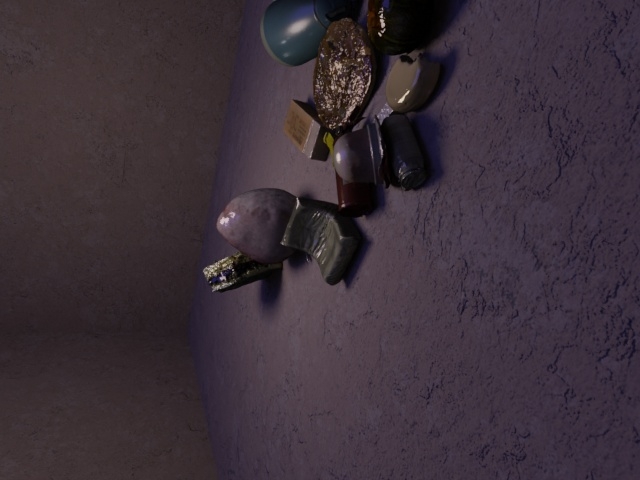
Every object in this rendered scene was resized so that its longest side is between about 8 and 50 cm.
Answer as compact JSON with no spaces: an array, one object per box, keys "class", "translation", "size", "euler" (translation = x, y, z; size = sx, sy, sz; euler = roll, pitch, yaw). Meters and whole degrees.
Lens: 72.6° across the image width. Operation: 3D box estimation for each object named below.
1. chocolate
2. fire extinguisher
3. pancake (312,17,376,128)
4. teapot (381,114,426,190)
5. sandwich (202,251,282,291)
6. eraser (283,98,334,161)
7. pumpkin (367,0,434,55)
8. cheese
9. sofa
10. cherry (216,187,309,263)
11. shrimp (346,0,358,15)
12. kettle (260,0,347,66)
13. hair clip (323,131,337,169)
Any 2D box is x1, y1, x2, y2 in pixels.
[{"class":"chocolate","translation":[0.109,-0.223,1.191],"size":[0.221,0.147,0.221],"euler":[-16,-90,-86]},{"class":"fire extinguisher","translation":[0.105,-0.249,1.339],"size":[0.147,0.107,0.336],"euler":[-29,60,52]},{"class":"pancake","translation":[0.068,-0.556,1.459],"size":[0.356,0.065,0.355],"euler":[29,125,52]},{"class":"teapot","translation":[0.214,-0.223,1.148],"size":[0.107,0.078,0.200],"euler":[100,162,-58]},{"class":"sandwich","translation":[-0.357,0.135,1.948],"size":[0.262,0.326,0.131],"euler":[-33,75,55]},{"class":"eraser","translation":[-0.051,-0.440,1.721],"size":[0.343,0.078,0.143],"euler":[57,135,50]},{"class":"pumpkin","translation":[0.209,-0.603,1.134],"size":[0.238,0.160,0.237],"euler":[177,90,-87]},{"class":"cheese","translation":[0.220,-0.381,1.168],"size":[0.248,0.071,0.163],"euler":[-65,31,33]},{"class":"sofa","translation":[0.000,0.000,1.418],"size":[0.210,0.176,0.225],"euler":[-66,32,33]},{"class":"cherry","translation":[-0.213,-0.066,1.726],"size":[0.327,0.335,0.291],"euler":[-31,38,31]},{"class":"shrimp","translation":[0.116,-0.872,1.479],"size":[0.090,0.079,0.232],"euler":[-150,63,-66]},{"class":"kettle","translation":[-0.053,-0.834,1.580],"size":[0.342,0.247,0.319],"euler":[9,131,56]},{"class":"hair clip","translation":[0.052,-0.308,1.520],"size":[0.173,0.046,0.072],"euler":[-109,32,-43]}]
